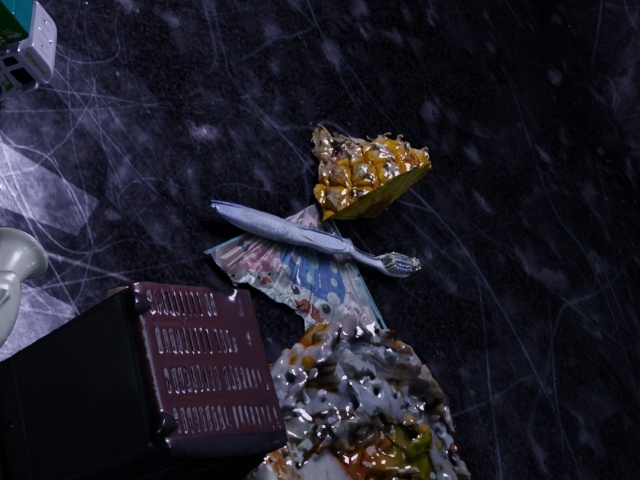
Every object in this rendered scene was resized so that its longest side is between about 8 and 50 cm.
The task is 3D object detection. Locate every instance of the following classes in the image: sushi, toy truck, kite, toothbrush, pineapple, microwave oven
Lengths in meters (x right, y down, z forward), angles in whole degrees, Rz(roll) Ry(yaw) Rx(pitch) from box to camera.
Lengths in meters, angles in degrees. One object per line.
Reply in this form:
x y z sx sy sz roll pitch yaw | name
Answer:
0.045 0.307 1.271 0.417 0.176 0.417 29 47 -36 | sushi
-0.381 -0.259 1.139 0.253 0.124 0.114 55 27 -55 | toy truck
-0.012 0.083 1.499 0.406 0.014 0.368 33 44 -33 | kite
0.000 0.000 1.527 0.413 0.042 0.035 17 55 -42 | toothbrush
0.079 -0.135 1.655 0.250 0.140 0.164 -6 65 -54 | pineapple
-0.183 0.168 1.040 0.178 0.247 0.188 11 59 -49 | microwave oven

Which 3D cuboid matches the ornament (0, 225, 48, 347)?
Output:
-0.335 0.058 1.071 0.075 0.081 0.156 48 33 -23 | ornament

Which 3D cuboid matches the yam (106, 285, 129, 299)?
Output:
-0.192 0.178 1.188 0.046 0.046 0.264 3 63 -50 | yam
